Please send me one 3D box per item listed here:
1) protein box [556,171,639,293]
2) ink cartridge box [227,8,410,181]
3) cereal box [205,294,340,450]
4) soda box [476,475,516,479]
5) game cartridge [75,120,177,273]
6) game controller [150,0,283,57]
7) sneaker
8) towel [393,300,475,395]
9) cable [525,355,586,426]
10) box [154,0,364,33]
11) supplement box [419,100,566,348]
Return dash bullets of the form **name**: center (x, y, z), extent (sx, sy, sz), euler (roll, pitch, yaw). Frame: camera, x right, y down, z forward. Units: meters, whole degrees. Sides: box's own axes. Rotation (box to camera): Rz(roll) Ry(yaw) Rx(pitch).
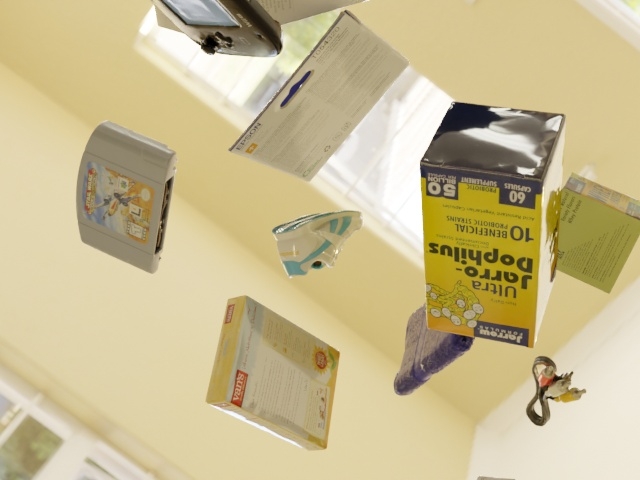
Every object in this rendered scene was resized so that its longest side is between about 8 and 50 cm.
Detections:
- **protein box**: center (0.641, -0.021, 2.319), extent (0.136, 0.201, 0.199), euler (-42, 154, -60)
- **ink cartridge box**: center (-0.009, -0.275, 1.855), extent (0.324, 0.071, 0.330), euler (-48, 155, 12)
- **cereal box**: center (-0.067, 0.211, 1.529), extent (0.047, 0.240, 0.173), euler (-14, -126, 38)
- **soda box**: center (0.341, 0.519, 1.776), extent (0.074, 0.216, 0.069), euler (-2, -138, 31)
- **game cartridge**: center (-0.402, -0.087, 1.994), extent (0.062, 0.198, 0.297), euler (-58, 165, -55)
- **game controller**: center (-0.174, -0.319, 1.160), extent (0.166, 0.319, 0.067), euler (24, -101, 43)
- **sneaker**: center (0.000, 0.000, 1.704), extent (0.087, 0.092, 0.229), euler (-7, -171, 37)
- **towel**: center (0.272, 0.206, 2.177), extent (0.308, 0.076, 0.227), euler (128, -18, -55)
- **cable**: center (0.552, 0.385, 2.439), extent (0.072, 0.139, 0.287), euler (-45, 167, -34)
- **box**: center (-0.109, -0.491, 1.768), extent (0.345, 0.168, 0.215), euler (-23, -149, -31)
- **supplement box**: center (0.288, -0.024, 1.630), extent (0.195, 0.194, 0.356), euler (-59, 151, -44)
